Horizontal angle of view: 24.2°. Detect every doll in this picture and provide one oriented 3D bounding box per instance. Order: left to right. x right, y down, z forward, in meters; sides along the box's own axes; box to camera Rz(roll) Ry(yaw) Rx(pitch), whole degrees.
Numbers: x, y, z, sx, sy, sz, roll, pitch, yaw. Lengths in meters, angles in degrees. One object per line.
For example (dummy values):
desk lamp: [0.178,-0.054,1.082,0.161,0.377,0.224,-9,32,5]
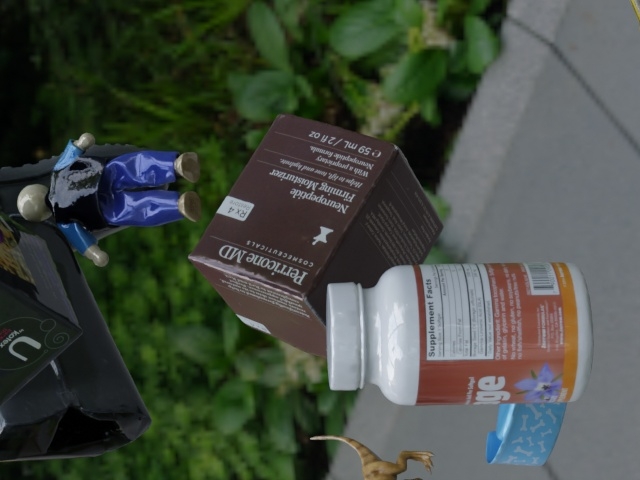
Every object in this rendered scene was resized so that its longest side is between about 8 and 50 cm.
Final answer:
doll: [-0.208,-0.039,1.427,0.189,0.046,0.129,-3,88,21]

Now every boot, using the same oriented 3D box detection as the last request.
boot: [-0.318,0.077,2.012,0.146,0.367,0.445,97,152,-43]

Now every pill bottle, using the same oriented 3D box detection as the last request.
pill bottle: [0.115,0.080,1.272,0.121,0.216,0.121,179,90,-88]

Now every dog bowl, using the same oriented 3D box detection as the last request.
dog bowl: [0.295,0.185,2.062,0.166,0.074,0.297,106,180,-45]

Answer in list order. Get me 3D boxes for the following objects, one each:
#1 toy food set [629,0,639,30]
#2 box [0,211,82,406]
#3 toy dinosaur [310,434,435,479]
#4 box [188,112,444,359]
toy food set: [0.433,-0.315,1.921,0.128,0.071,0.218,62,-168,-22]
box: [-0.377,0.037,1.361,0.165,0.270,0.143,-40,47,10]
toy dinosaur: [0.072,0.272,1.749,0.211,0.112,0.064,-117,30,-54]
box: [0.000,0.000,1.641,0.168,0.167,0.203,18,68,33]
